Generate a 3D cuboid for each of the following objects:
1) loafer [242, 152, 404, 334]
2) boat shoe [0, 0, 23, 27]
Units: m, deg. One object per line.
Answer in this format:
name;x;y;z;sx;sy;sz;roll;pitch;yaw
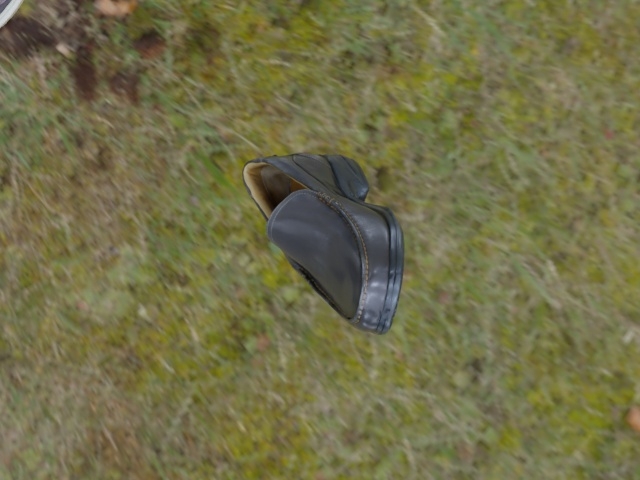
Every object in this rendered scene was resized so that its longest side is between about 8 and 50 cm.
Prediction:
loafer;0.000;0.000;0.841;0.061;0.170;0.062;9;108;-18
boat shoe;-0.360;-0.323;1.790;0.285;0.103;0.092;-37;153;16
